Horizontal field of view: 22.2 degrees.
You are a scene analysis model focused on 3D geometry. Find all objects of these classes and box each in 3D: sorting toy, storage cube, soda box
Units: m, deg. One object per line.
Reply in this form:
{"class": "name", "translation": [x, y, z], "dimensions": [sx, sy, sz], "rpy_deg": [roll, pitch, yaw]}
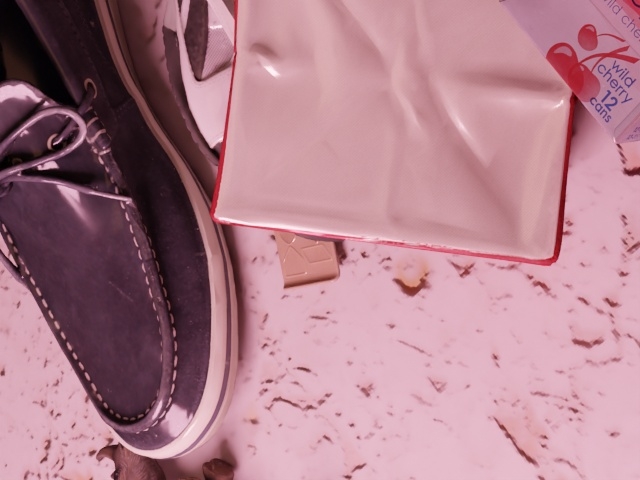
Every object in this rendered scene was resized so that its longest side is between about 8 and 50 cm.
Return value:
{"class": "sorting toy", "translation": [0.000, 0.000, 1.140], "dimensions": [0.083, 0.012, 0.062], "rpy_deg": [-12, 84, 45]}
{"class": "storage cube", "translation": [0.054, -0.106, 0.910], "dimensions": [0.214, 0.193, 0.184], "rpy_deg": [8, 105, 5]}
{"class": "soda box", "translation": [0.205, -0.113, 0.773], "dimensions": [0.092, 0.263, 0.083], "rpy_deg": [53, 127, 21]}

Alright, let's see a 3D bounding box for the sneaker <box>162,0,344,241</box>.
{"class": "sneaker", "translation": [-0.028, -0.164, 1.065], "dimensions": [0.146, 0.122, 0.331], "rpy_deg": [-31, 77, 42]}

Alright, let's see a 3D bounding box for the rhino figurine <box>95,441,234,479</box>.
{"class": "rhino figurine", "translation": [-0.096, 0.223, 1.223], "dimensions": [0.243, 0.073, 0.106], "rpy_deg": [31, 113, 35]}

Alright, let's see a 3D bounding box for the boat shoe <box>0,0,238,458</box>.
{"class": "boat shoe", "translation": [-0.207, -0.068, 1.220], "dimensions": [0.186, 0.156, 0.500], "rpy_deg": [-25, 82, 39]}
